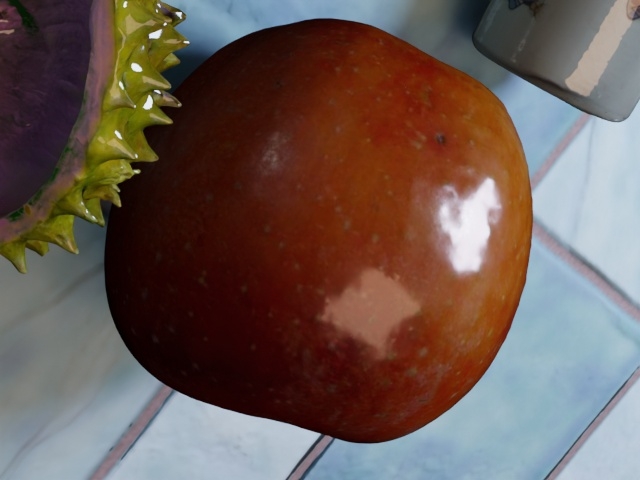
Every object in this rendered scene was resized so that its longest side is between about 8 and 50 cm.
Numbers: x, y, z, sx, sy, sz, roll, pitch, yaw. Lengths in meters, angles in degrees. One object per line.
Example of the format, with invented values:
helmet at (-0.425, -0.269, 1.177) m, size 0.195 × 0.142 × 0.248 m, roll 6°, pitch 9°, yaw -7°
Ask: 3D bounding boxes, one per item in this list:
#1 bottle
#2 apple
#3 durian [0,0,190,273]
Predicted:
bottle at (0.187, -0.193, 0.703) m, size 0.110 × 0.110 × 0.233 m, roll 14°, pitch 110°, yaw -40°
apple at (0.000, 0.000, 0.631) m, size 0.218 × 0.218 × 0.201 m, roll 32°, pitch 73°, yaw -43°
durian at (-0.119, -0.116, 0.498) m, size 0.154 × 0.186 × 0.260 m, roll -21°, pitch 140°, yaw -33°
